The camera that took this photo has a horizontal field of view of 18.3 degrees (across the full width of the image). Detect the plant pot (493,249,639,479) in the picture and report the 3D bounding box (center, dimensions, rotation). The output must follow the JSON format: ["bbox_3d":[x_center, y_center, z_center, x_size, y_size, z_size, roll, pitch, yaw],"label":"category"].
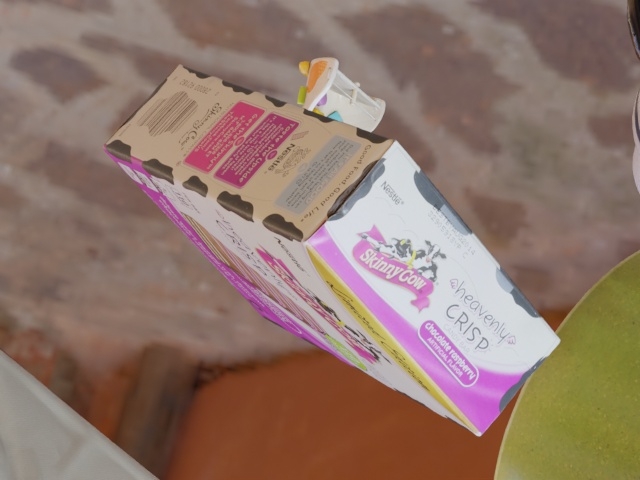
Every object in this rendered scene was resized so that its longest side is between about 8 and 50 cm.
[{"bbox_3d":[0.320,0.181,1.383,0.293,0.275,0.275,29,168,36],"label":"plant pot"}]

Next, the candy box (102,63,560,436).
[{"bbox_3d":[0.000,0.000,1.056,0.159,0.071,0.233,48,167,-31],"label":"candy box"}]

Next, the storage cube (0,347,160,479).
[{"bbox_3d":[-0.193,0.190,0.986,0.215,0.184,0.193,41,114,-4],"label":"storage cube"}]

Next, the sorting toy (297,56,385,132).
[{"bbox_3d":[0.002,-0.086,1.450,0.045,0.075,0.083,11,167,31],"label":"sorting toy"}]

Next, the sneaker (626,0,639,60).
[{"bbox_3d":[0.295,-0.223,1.289,0.169,0.447,0.257,-21,158,28],"label":"sneaker"}]

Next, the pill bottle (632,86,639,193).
[{"bbox_3d":[0.229,-0.074,1.065,0.112,0.112,0.187,13,159,1],"label":"pill bottle"}]
